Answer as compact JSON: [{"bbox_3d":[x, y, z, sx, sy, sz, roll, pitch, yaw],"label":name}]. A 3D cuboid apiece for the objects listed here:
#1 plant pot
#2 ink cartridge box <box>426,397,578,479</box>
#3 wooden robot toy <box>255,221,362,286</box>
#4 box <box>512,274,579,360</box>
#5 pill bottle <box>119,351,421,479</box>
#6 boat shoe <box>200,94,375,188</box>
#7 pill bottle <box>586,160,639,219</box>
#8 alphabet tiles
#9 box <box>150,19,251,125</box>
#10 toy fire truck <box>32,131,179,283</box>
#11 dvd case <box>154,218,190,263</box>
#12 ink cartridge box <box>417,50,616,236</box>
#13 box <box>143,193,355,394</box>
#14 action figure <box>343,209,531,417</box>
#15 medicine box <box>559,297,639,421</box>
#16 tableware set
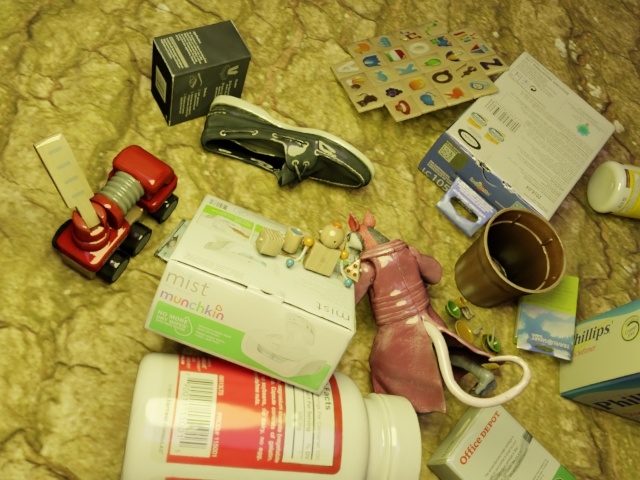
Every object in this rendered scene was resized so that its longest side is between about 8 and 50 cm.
[{"bbox_3d":[0.347,0.047,1.193,0.167,0.165,0.167,7,65,-15],"label":"plant pot"},{"bbox_3d":[0.310,0.398,1.071,0.208,0.087,0.153,46,63,5],"label":"ink cartridge box"},{"bbox_3d":[0.000,0.000,0.893,0.173,0.079,0.076,20,24,-18],"label":"wooden robot toy"},{"bbox_3d":[0.443,0.146,1.233,0.109,0.042,0.178,12,63,9],"label":"box"},{"bbox_3d":[-0.073,0.297,0.918,0.407,0.229,0.229,9,65,-13],"label":"pill bottle"},{"bbox_3d":[-0.068,-0.156,1.177,0.340,0.127,0.113,25,63,-3],"label":"boat shoe"},{"bbox_3d":[0.720,-0.104,1.402,0.214,0.117,0.117,9,65,-13],"label":"pill bottle"},{"bbox_3d":[0.208,-0.369,1.335,0.342,0.011,0.285,-18,51,-9],"label":"alphabet tiles"},{"bbox_3d":[-0.228,-0.314,1.180,0.158,0.156,0.093,-23,74,-25],"label":"box"},{"bbox_3d":[-0.339,-0.081,0.991,0.158,0.246,0.217,34,62,-1],"label":"toy fire truck"},{"bbox_3d":[-0.221,0.026,1.113,0.119,0.013,0.087,35,62,1],"label":"dvd case"},{"bbox_3d":[0.398,-0.179,1.316,0.270,0.151,0.395,42,61,5],"label":"ink cartridge box"},{"bbox_3d":[-0.087,0.068,0.916,0.262,0.127,0.231,22,25,-9],"label":"box"},{"bbox_3d":[0.128,0.118,1.050,0.248,0.275,0.370,-24,89,-18],"label":"action figure"},{"bbox_3d":[0.639,0.234,1.144,0.289,0.263,0.149,18,64,-9],"label":"medicine box"},{"bbox_3d":[0.294,0.171,1.176,0.104,0.024,0.154,-16,71,-52],"label":"tableware set"}]
